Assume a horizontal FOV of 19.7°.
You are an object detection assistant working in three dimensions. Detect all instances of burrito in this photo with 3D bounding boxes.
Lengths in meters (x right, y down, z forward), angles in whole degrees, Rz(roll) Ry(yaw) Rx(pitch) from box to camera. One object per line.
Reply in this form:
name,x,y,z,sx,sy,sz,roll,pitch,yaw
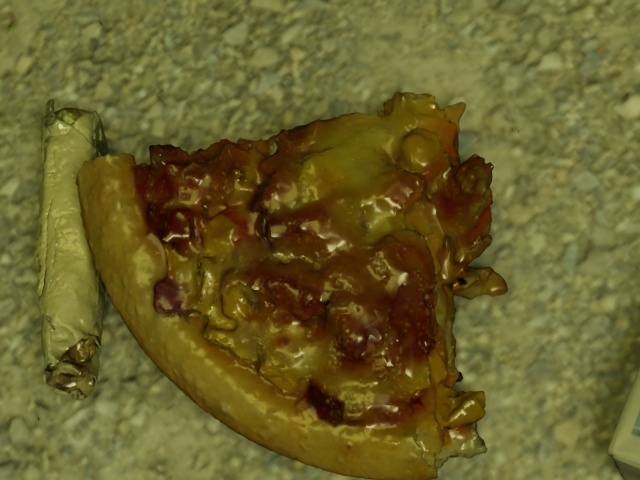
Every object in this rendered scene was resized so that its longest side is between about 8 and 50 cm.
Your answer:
burrito,-0.150,0.003,1.109,0.045,0.041,0.185,2,65,-6

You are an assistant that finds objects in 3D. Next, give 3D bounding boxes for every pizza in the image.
pizza,0.000,0.000,1.028,0.229,0.081,0.289,-46,65,-6

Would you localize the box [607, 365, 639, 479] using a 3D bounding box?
box,0.278,0.084,0.914,0.233,0.067,0.149,18,73,24
